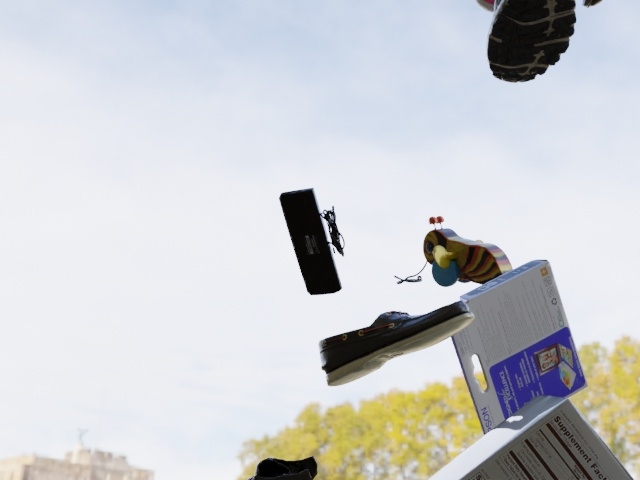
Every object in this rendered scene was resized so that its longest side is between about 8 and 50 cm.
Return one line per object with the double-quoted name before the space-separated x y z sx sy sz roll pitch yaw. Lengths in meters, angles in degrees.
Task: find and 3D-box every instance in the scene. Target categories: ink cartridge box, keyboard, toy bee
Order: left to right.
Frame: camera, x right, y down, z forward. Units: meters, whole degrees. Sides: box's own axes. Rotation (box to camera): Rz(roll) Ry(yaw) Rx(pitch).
"keyboard" 0.000 0.000 1.450 0.100 0.038 0.192 -5 -69 32
"toy bee" 0.291 0.025 1.947 0.298 0.162 0.195 -2 5 24
"ink cartridge box" 0.278 0.159 1.244 0.208 0.206 0.045 -22 8 -27

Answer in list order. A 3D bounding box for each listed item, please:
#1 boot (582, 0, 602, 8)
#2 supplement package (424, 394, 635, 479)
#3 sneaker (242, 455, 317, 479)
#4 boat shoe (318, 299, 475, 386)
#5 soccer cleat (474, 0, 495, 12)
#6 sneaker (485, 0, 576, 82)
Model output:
"boot" 0.629 -0.485 1.619 0.208 0.190 0.076 30 11 1
"supplement package" 0.155 0.247 0.700 0.203 0.149 0.194 -37 -12 0
"sneaker" -0.077 0.341 1.208 0.170 0.051 0.089 -1 -60 27
"boat shoe" 0.058 0.075 0.686 0.133 0.042 0.049 -25 -24 18
"soccer cleat" 0.393 -0.496 1.677 0.116 0.331 0.143 32 -39 17
"sneaker" 0.285 -0.349 1.131 0.110 0.122 0.283 7 -55 -1
